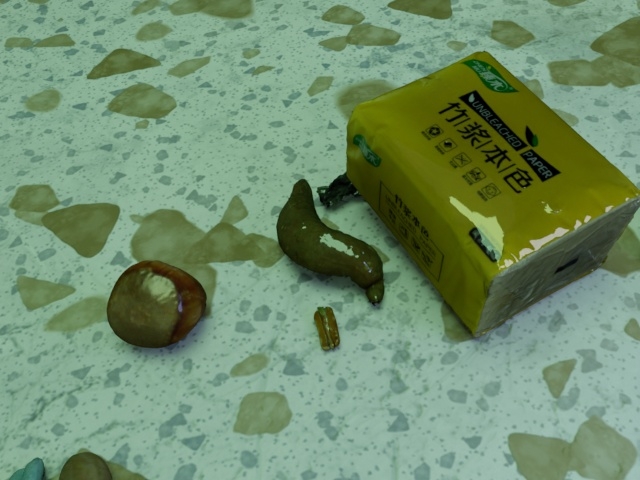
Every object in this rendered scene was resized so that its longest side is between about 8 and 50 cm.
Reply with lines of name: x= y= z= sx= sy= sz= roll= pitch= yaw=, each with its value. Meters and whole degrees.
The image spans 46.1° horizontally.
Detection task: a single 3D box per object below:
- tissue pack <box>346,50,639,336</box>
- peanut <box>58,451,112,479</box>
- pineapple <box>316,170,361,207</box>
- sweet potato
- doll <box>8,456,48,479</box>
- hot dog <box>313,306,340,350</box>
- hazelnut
tissue pack: x=0.259 y=-0.088 z=1.214 sx=0.293 sy=0.228 sz=0.382 roll=-26 pitch=57 yaw=-16
peanut: x=-0.317 y=0.350 z=1.011 sx=0.076 sy=0.076 sz=0.152 roll=-13 pitch=42 yaw=-5
pineapple: x=0.070 y=-0.110 z=1.397 sx=0.159 sy=0.074 sz=0.074 roll=-24 pitch=49 yaw=-11
sweet potato: x=-0.001 y=0.002 z=1.283 sx=0.124 sy=0.098 sz=0.310 roll=-11 pitch=41 yaw=-33
doll: x=-0.395 y=0.378 z=1.007 sx=0.120 sy=0.075 sz=0.180 roll=-39 pitch=22 yaw=11
hot dog: x=0.011 y=0.141 z=1.202 sx=0.037 sy=0.021 sz=0.083 roll=-24 pitch=48 yaw=14
hazelnut: x=-0.260 y=0.102 z=1.209 sx=0.150 sy=0.150 sz=0.150 roll=-4 pitch=47 yaw=4
